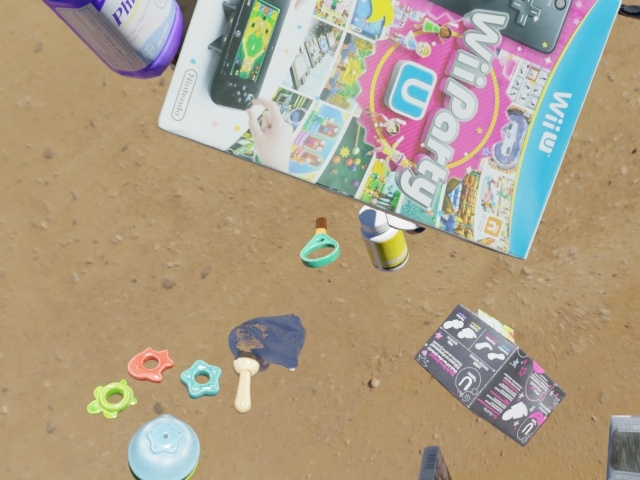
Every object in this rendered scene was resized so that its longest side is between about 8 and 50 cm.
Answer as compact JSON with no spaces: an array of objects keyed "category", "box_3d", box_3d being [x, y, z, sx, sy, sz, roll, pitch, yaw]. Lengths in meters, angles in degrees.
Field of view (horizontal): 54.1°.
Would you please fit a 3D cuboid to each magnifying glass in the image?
[{"category":"magnifying glass","box_3d":[0.000,0.000,1.486,0.092,0.231,0.026,-14,113,8]}]

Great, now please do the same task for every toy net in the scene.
[{"category":"toy net","box_3d":[-0.115,0.142,0.653,0.122,0.232,0.045,38,139,21]}]

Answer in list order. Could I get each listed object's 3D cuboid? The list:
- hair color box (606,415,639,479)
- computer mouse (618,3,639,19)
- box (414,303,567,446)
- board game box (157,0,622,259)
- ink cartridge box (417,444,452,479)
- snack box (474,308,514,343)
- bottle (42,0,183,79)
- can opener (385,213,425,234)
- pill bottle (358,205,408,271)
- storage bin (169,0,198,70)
[{"category":"hair color box","box_3d":[0.624,0.350,0.896,0.374,0.185,0.114,19,70,-16]},{"category":"computer mouse","box_3d":[0.333,-0.310,0.830,0.041,0.071,0.242,-47,40,-12]},{"category":"box","box_3d":[0.323,0.260,1.192,0.142,0.247,0.163,-50,40,-1]},{"category":"board game box","box_3d":[0.053,-0.139,0.500,0.303,0.097,0.224,18,93,-15]},{"category":"ink cartridge box","box_3d":[0.267,0.614,1.410,0.045,0.206,0.208,-12,114,24]},{"category":"snack box","box_3d":[0.400,0.229,1.457,0.100,0.141,0.037,30,116,0]},{"category":"bottle","box_3d":[-0.248,-0.290,0.666,0.092,0.283,0.118,11,74,18]},{"category":"can opener","box_3d":[0.093,-0.143,0.907,0.074,0.093,0.280,-13,86,-19]},{"category":"pill bottle","box_3d":[0.186,-0.012,1.860,0.119,0.208,0.119,-11,47,12]},{"category":"storage bin","box_3d":[-0.196,-0.371,1.039,0.260,0.262,0.123,-27,62,28]}]
